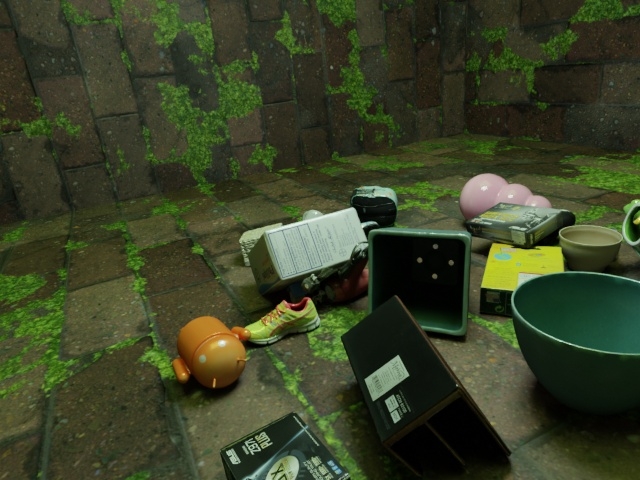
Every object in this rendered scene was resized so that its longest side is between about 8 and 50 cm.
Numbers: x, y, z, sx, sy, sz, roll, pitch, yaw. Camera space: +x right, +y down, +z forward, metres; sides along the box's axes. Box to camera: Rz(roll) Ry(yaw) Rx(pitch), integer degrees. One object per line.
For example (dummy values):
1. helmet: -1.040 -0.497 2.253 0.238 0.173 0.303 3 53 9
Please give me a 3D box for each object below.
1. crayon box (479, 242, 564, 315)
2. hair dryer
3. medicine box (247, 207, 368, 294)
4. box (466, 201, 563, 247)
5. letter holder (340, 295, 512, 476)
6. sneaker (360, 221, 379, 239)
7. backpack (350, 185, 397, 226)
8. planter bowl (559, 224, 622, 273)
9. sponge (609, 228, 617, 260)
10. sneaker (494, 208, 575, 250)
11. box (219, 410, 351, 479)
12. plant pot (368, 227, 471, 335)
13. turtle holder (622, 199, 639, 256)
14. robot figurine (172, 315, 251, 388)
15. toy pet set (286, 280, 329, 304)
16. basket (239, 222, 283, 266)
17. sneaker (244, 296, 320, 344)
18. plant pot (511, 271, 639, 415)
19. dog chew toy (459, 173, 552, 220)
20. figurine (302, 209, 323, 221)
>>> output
1. crayon box: 0.570 0.104 1.263 0.202 0.081 0.318 5 24 25
2. hair dryer: 0.101 0.101 1.273 0.224 0.080 0.294 -33 -21 20
3. medicine box: -0.043 0.039 1.357 0.290 0.149 0.263 -15 -10 -23
4. box: 0.624 -0.056 1.461 0.183 0.056 0.231 -27 23 -24
5. letter holder: 0.187 0.285 0.855 0.152 0.214 0.302 -38 22 5
6. sneaker: 0.115 -0.034 1.731 0.237 0.085 0.086 -15 47 -19
7. backpack: 0.229 -0.142 1.874 0.189 0.165 0.144 3 33 17
8. planter bowl: 0.798 0.033 1.344 0.162 0.109 0.162 -6 21 2
9. sponge: 0.908 0.007 1.487 0.117 0.031 0.210 7 25 31
10. sneaker: 0.743 -0.015 1.513 0.284 0.107 0.124 -18 26 -4
11. box: -0.058 0.384 0.726 0.148 0.077 0.180 -18 24 -27
12. plant pot: 0.286 0.080 1.209 0.247 0.247 0.252 4 12 25
13. turtle holder: 0.986 -0.046 1.250 0.228 0.243 0.320 12 52 8
14. robot figurine: -0.250 0.255 1.042 0.158 0.128 0.219 9 9 -36
15. toy pet set: -0.043 0.143 1.356 0.114 0.065 0.122 -16 23 -24
16. basket: -0.204 0.013 1.650 0.167 0.103 0.113 -15 20 9
17. sneaker: -0.107 0.202 1.184 0.209 0.094 0.081 -16 25 -19
18. plant pot: 0.514 0.209 0.851 0.291 0.195 0.290 -6 21 2
19. dog chew toy: 0.696 -0.129 1.683 0.332 0.206 0.207 22 34 38
20. figurine: 0.000 0.000 1.617 0.215 0.092 0.209 7 61 34
